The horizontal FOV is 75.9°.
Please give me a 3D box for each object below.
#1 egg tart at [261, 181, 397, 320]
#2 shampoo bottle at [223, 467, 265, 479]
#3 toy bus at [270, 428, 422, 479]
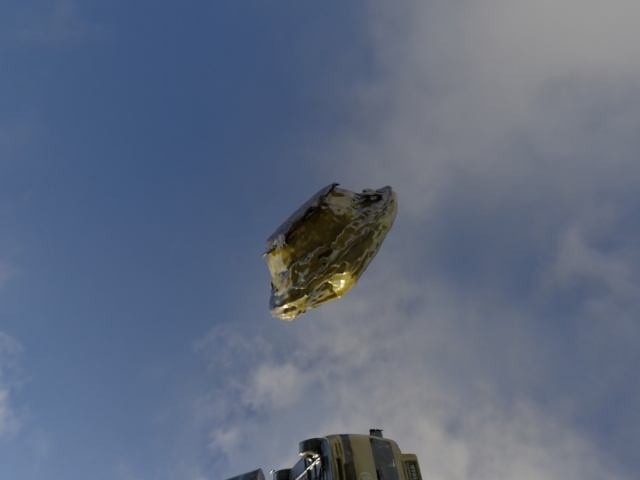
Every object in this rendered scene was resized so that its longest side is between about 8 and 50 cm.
[{"bbox_3d":[0.000,0.000,0.557,0.241,0.241,0.106,-42,-79,10],"label":"egg tart"},{"bbox_3d":[-0.245,0.612,0.971,0.227,0.086,0.056,-18,-81,1],"label":"shampoo bottle"},{"bbox_3d":[0.031,0.491,0.766,0.202,0.365,0.177,7,-132,-17],"label":"toy bus"}]
